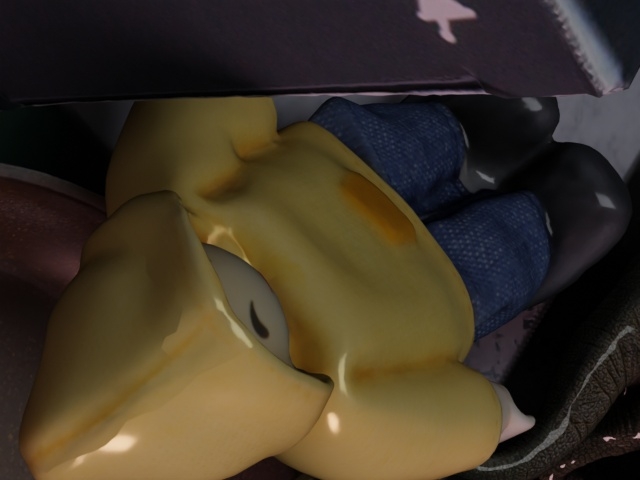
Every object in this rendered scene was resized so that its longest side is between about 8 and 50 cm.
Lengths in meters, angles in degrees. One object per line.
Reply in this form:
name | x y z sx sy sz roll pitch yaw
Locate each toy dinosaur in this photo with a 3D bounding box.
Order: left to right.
toy dinosaur | 0.174 0.038 0.679 0.314 0.121 0.160 5 131 -22

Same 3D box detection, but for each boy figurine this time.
boy figurine | 0.000 0.000 0.522 0.177 0.092 0.285 57 30 7

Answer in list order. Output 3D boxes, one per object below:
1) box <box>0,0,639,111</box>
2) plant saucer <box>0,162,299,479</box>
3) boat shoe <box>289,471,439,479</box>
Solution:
box | 0.025 -0.243 0.455 0.395 0.293 0.212 -53 122 -23
plant saucer | -0.135 0.127 0.514 0.311 0.050 0.310 -4 97 -38
boat shoe | -0.056 0.178 0.493 0.307 0.111 0.104 -41 114 -40
